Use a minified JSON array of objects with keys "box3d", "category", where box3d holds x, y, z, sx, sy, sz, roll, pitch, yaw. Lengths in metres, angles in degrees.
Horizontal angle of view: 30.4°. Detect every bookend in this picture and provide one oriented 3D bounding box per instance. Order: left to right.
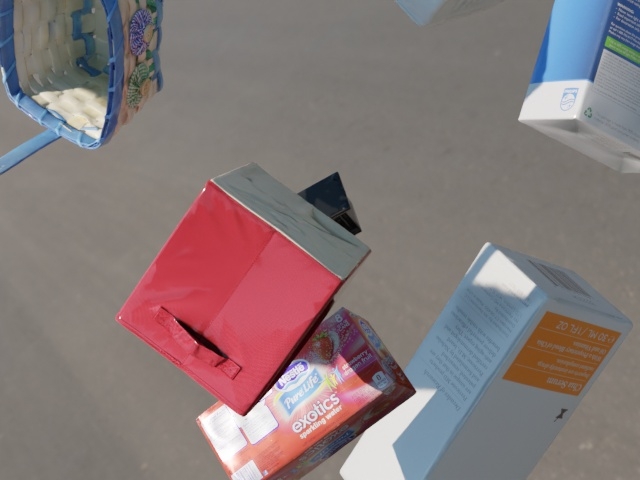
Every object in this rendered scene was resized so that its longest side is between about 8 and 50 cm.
[{"box3d":[0.000,0.000,1.730,0.156,0.157,0.072,-28,51,12],"category":"bookend"}]

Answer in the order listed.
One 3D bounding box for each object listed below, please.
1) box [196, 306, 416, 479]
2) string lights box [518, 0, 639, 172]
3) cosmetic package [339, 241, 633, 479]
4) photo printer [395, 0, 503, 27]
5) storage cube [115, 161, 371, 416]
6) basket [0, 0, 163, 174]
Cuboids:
[{"box3d":[-0.018,0.221,1.575,0.257,0.128,0.122,-38,-22,8],"category":"box"},{"box3d":[0.276,-0.201,1.013,0.076,0.133,0.260,7,77,59],"category":"string lights box"},{"box3d":[0.254,0.249,1.843,0.453,0.230,0.161,-60,42,17],"category":"cosmetic package"},{"box3d":[0.135,-0.465,1.743,0.256,0.307,0.107,-25,-19,-50],"category":"photo printer"},{"box3d":[-0.081,0.046,1.328,0.193,0.183,0.215,-54,-4,16],"category":"storage cube"},{"box3d":[-0.320,-0.232,1.412,0.201,0.255,0.289,31,44,27],"category":"basket"}]
